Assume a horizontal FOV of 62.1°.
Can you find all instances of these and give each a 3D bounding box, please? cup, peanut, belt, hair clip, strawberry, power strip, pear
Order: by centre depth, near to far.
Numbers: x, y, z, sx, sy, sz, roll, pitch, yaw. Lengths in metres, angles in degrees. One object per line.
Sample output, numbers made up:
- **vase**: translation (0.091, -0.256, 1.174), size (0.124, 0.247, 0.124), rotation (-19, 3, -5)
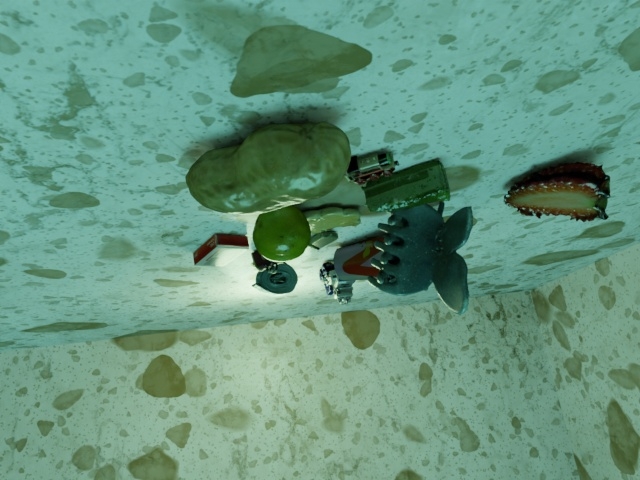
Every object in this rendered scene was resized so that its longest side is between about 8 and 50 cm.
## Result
- **peanut**: translation (-0.119, -0.153, 1.156), size (0.387, 0.169, 0.192), rotation (-14, 156, 20)
- **pear**: translation (-0.094, -0.012, 1.584), size (0.216, 0.166, 0.180), rotation (22, 134, -12)
- **strawberry**: translation (0.721, -0.169, 1.620), size (0.306, 0.137, 0.233), rotation (10, 154, 33)
- **hair clip**: translation (0.298, 0.025, 1.649), size (0.238, 0.318, 0.392), rotation (8, -172, -7)
- **power strip**: translation (0.000, 0.000, 1.930), size (0.076, 0.028, 0.169), rotation (3, 161, -31)
- **cup**: translation (0.206, 0.070, 2.018), size (0.288, 0.203, 0.203), rotation (-11, 164, 31)
- **belt**: translation (-0.181, 0.160, 2.174), size (0.163, 0.147, 0.082), rotation (29, 152, -16)

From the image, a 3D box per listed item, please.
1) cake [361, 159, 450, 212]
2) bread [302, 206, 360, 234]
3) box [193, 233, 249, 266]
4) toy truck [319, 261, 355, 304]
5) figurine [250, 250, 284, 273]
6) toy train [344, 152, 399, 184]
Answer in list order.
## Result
- **cake**: translation (0.242, -0.137, 1.482), size (0.235, 0.100, 0.099), rotation (-16, 161, 22)
- **bread**: translation (0.005, -0.066, 1.706), size (0.251, 0.039, 0.182), rotation (-10, 162, 6)
- **box**: translation (-0.346, 0.036, 1.845), size (0.123, 0.050, 0.229), rotation (3, 159, -34)
- **toy truck**: translation (0.087, 0.186, 2.317), size (0.161, 0.177, 0.213), rotation (-4, 163, -11)
- **figurine**: translation (-0.193, 0.079, 1.979), size (0.154, 0.098, 0.082), rotation (-23, 161, 33)
- **toy train**: translation (0.127, -0.189, 1.355), size (0.138, 0.050, 0.087), rotation (-15, 158, 19)
